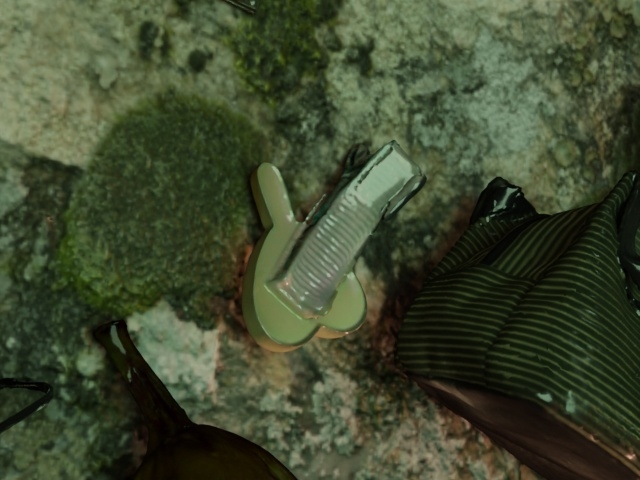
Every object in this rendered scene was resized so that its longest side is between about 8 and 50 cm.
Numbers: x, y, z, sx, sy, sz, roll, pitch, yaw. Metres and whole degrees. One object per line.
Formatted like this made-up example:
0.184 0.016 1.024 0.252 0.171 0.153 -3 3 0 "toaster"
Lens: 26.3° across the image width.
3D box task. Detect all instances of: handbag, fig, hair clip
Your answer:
0.254 0.098 1.227 0.341 0.247 0.240 35 73 -26 "handbag"
-0.097 0.202 1.079 0.191 0.191 0.290 -17 96 -27 "fig"
-0.003 -0.002 1.200 0.159 0.071 0.218 41 64 -14 "hair clip"

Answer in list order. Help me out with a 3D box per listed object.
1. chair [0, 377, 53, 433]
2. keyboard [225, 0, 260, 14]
-0.282 0.214 1.002 0.221 0.145 0.140 -28 99 -25 "chair"
-0.060 -0.268 1.214 0.049 0.015 0.129 22 77 -30 "keyboard"
